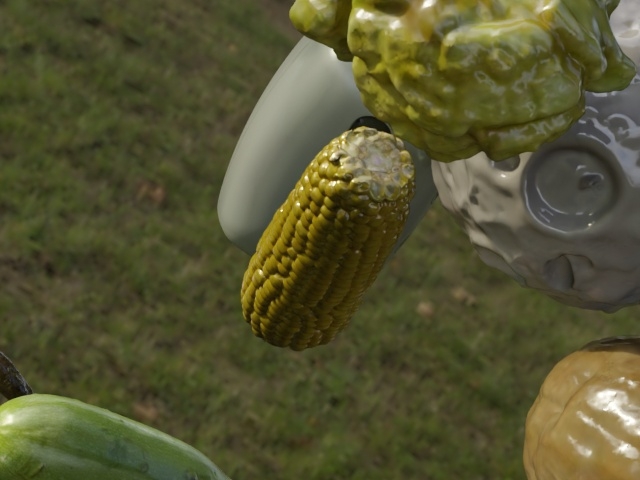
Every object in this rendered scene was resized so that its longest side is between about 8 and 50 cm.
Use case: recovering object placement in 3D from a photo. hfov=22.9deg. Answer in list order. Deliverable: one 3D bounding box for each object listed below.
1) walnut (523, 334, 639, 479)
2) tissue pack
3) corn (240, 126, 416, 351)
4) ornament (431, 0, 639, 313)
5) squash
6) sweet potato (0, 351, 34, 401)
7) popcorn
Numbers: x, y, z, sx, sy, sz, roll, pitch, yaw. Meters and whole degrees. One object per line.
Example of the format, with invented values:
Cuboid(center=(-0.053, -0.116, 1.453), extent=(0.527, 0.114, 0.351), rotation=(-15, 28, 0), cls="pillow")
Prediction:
Cuboid(center=(0.324, 0.225, 1.408), extent=(0.296, 0.285, 0.285), rotation=(65, 15, -11), cls="walnut")
Cuboid(center=(0.031, -0.101, 1.814), extent=(0.229, 0.333, 0.236), rotation=(28, 26, -12), cls="tissue pack")
Cuboid(center=(0.003, 0.004, 1.146), extent=(0.091, 0.260, 0.091), rotation=(44, 61, 10), cls="corn")
Cuboid(center=(0.262, -0.098, 1.442), extent=(0.337, 0.337, 0.337), rotation=(29, 19, -11), cls="ornament")
Cuboid(center=(-0.190, 0.252, 1.663), extent=(0.371, 0.118, 0.118), rotation=(27, 19, -36), cls="squash")
Cuboid(center=(-0.356, 0.166, 1.799), extent=(0.153, 0.041, 0.038), rotation=(64, 15, -16), cls="sweet potato")
Cuboid(center=(0.108, -0.171, 1.204), extent=(0.255, 0.195, 0.256), rotation=(-3, 42, -20), cls="popcorn")
